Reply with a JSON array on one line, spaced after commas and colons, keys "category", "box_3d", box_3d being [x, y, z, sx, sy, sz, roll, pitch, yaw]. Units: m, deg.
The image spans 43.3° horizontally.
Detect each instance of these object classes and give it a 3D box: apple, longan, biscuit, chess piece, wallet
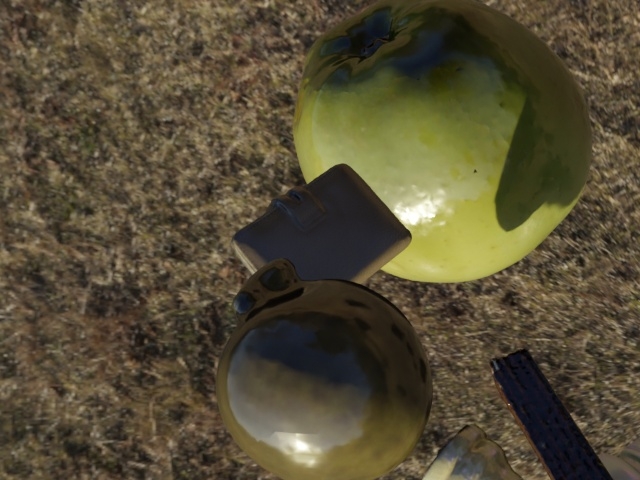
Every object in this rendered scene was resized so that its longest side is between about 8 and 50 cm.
[{"category": "apple", "box_3d": [0.180, -0.162, 1.281, 0.474, 0.474, 0.473, -5, 79, 27]}, {"category": "longan", "box_3d": [-0.002, 0.063, 0.395, 0.106, 0.106, 0.119, -37, 77, 17]}, {"category": "biscuit", "box_3d": [0.360, 0.325, 1.137, 0.073, 0.107, 0.388, -29, 50, 2]}, {"category": "chess piece", "box_3d": [0.292, 0.372, 0.895, 0.397, 0.117, 0.117, 37, 99, 28]}, {"category": "wallet", "box_3d": [0.000, 0.000, 0.771, 0.153, 0.039, 0.118, -34, 82, -23]}]

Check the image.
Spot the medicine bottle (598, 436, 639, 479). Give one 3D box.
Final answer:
[{"category": "medicine bottle", "box_3d": [0.451, 0.475, 1.288, 0.379, 0.213, 0.213, -30, 66, -9]}]
